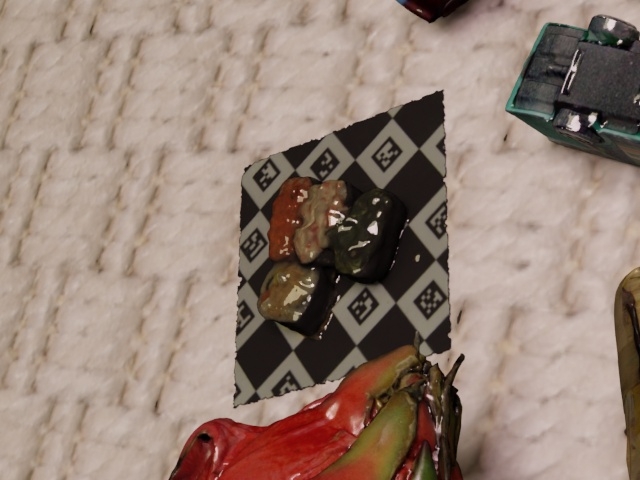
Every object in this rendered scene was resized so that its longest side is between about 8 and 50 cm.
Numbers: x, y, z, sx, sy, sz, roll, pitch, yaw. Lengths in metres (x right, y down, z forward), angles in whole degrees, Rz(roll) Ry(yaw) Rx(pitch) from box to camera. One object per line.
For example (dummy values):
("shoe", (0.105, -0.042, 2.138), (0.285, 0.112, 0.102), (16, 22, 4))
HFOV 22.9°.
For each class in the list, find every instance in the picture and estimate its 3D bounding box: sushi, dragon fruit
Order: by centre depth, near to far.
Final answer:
("dragon fruit", (0.003, 0.186, 1.056), (0.233, 0.233, 0.293), (29, 107, 45))
("sushi", (0.000, 0.000, 1.288), (0.219, 0.047, 0.231), (-19, 58, 34))

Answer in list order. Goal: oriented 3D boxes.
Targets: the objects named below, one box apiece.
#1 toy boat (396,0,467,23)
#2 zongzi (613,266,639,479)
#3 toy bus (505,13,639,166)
("toy boat", (0.135, -0.268, 1.258), (0.223, 0.100, 0.097), (-37, 79, 19))
("zongzi", (0.280, 0.083, 0.970), (0.197, 0.099, 0.195), (-17, 58, 22))
("toy bus", (0.246, -0.087, 1.072), (0.261, 0.109, 0.091), (24, 87, 47))
